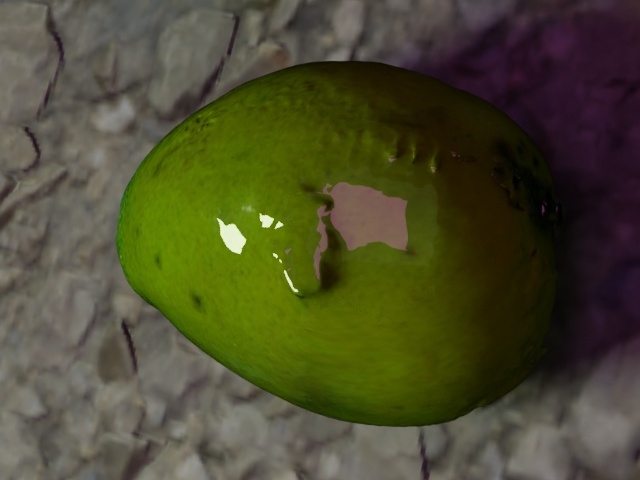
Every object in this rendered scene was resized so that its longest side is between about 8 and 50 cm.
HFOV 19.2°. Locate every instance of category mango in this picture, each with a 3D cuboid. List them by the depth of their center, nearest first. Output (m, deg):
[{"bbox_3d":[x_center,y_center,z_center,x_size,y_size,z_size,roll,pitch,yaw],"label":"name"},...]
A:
[{"bbox_3d":[-0.001,0.000,0.642,0.178,0.100,0.119,5,84,39],"label":"mango"}]
